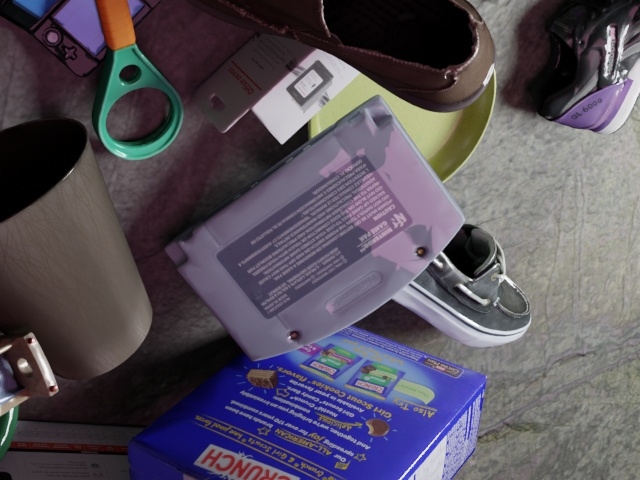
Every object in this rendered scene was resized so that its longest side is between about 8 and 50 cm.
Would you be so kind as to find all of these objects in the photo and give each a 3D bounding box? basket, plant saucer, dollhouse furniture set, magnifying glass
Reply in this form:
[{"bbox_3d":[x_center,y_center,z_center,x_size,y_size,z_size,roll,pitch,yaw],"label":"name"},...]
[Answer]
[{"bbox_3d":[-0.274,0.023,0.937,0.204,0.154,0.227,-28,131,-6],"label":"basket"},{"bbox_3d":[0.090,-0.155,1.085,0.241,0.037,0.241,-13,123,-20],"label":"plant saucer"},{"bbox_3d":[-0.359,0.092,0.865,0.129,0.129,0.183,-35,110,-49],"label":"dollhouse furniture set"},{"bbox_3d":[-0.187,-0.170,0.907,0.092,0.026,0.231,-23,139,-18],"label":"magnifying glass"}]

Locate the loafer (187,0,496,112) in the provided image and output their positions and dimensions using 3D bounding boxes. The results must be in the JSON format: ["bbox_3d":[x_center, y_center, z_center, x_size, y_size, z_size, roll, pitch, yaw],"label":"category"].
[{"bbox_3d":[0.000,-0.241,0.841,0.366,0.130,0.133,24,89,-1],"label":"loafer"}]

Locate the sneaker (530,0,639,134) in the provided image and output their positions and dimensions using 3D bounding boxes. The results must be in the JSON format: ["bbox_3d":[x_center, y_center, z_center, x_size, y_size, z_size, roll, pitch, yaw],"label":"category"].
[{"bbox_3d":[0.345,-0.263,1.114,0.124,0.107,0.283,7,115,-24],"label":"sneaker"}]

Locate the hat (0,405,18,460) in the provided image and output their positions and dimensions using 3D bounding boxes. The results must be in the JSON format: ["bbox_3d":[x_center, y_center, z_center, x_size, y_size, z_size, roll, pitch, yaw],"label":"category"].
[{"bbox_3d":[-0.457,0.168,0.995,0.184,0.173,0.208,-10,125,29],"label":"hat"}]

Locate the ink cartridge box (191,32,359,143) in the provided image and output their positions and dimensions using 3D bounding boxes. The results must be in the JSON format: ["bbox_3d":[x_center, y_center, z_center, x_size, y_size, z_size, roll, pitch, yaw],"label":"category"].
[{"bbox_3d":[-0.036,-0.172,0.966,0.180,0.104,0.060,-42,130,2],"label":"ink cartridge box"}]

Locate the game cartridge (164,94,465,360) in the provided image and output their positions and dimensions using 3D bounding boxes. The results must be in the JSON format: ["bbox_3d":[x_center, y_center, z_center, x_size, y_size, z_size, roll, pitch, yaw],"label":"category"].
[{"bbox_3d":[0.000,0.000,1.046,0.294,0.060,0.196,-34,101,11],"label":"game cartridge"}]

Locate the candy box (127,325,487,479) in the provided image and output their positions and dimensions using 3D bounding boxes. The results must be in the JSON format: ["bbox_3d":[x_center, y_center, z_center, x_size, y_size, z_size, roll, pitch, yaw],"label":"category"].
[{"bbox_3d":[-0.007,0.226,1.043,0.317,0.268,0.122,-33,133,-47],"label":"candy box"}]

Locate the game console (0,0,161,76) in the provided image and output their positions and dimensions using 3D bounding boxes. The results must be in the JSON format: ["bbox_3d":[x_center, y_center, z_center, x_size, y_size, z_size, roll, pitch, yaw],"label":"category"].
[{"bbox_3d":[-0.215,-0.220,0.861,0.122,0.071,0.107,-44,116,4],"label":"game console"}]

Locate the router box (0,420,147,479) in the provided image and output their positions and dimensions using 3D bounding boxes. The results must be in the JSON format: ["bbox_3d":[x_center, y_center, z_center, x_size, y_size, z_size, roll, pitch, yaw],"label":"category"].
[{"bbox_3d":[-0.284,0.318,1.010,0.335,0.301,0.082,11,113,-32],"label":"router box"}]

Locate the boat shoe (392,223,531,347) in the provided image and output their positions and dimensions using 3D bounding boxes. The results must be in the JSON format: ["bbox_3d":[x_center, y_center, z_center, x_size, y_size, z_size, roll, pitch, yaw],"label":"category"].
[{"bbox_3d":[0.175,0.041,1.172,0.335,0.121,0.119,24,130,-39],"label":"boat shoe"}]
